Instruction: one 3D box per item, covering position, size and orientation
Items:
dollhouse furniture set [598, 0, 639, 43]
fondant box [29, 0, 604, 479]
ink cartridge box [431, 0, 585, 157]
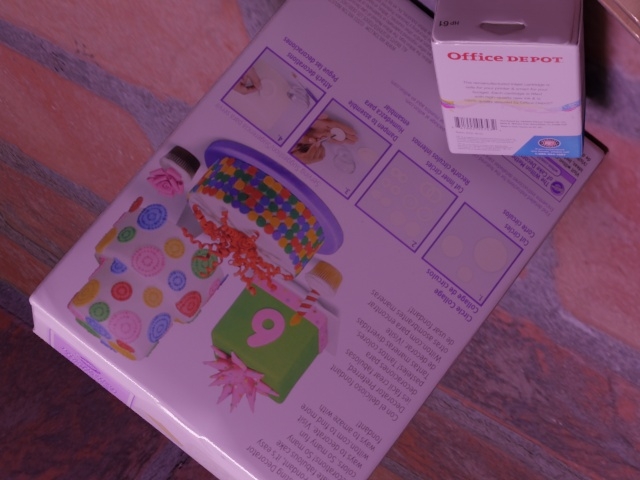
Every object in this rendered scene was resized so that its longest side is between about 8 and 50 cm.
[{"bbox_3d":[0.239,-0.108,0.608,0.242,0.161,0.212,49,-173,12],"label":"dollhouse furniture set"},{"bbox_3d":[0.000,0.000,1.002,0.238,0.330,0.096,38,161,1],"label":"fondant box"},{"bbox_3d":[0.120,-0.106,0.924,0.089,0.052,0.122,3,152,13],"label":"ink cartridge box"}]
